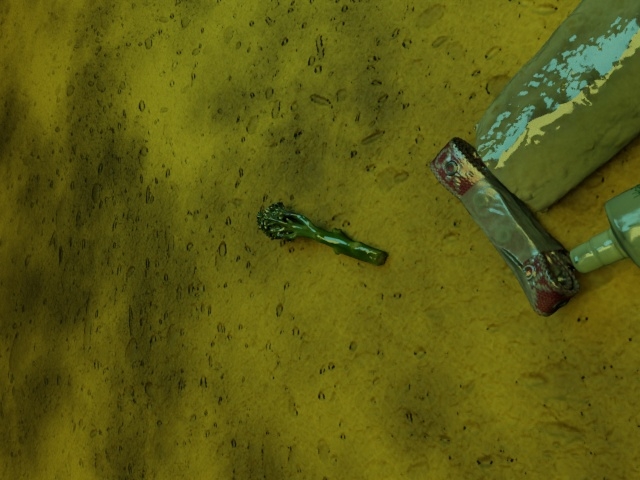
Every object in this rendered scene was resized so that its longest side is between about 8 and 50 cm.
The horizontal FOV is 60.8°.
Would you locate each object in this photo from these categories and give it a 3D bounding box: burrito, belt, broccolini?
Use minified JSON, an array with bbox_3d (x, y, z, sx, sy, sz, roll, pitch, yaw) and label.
[{"bbox_3d":[0.280,-0.174,0.535,0.299,0.105,0.143,-51,52,26],"label":"burrito"},{"bbox_3d":[0.204,-0.024,0.607,0.053,0.071,0.232,-50,53,33],"label":"belt"},{"bbox_3d":[-0.002,0.001,0.792,0.216,0.067,0.058,24,104,31],"label":"broccolini"}]

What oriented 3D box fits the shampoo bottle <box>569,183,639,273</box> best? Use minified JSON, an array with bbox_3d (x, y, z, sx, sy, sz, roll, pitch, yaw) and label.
[{"bbox_3d":[0.345,-0.038,0.472,0.262,0.085,0.085,-33,64,33],"label":"shampoo bottle"}]
